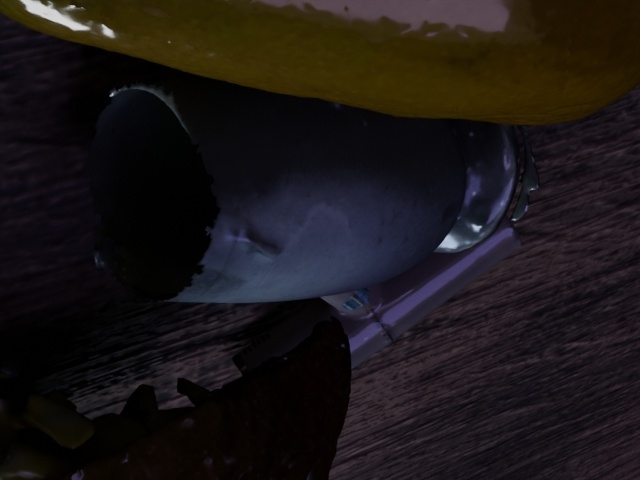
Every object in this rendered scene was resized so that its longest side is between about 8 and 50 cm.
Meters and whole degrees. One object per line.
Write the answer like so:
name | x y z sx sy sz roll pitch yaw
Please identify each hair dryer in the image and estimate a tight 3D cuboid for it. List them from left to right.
hair dryer | 0.009 -0.009 0.624 0.195 0.054 0.220 -35 140 -5

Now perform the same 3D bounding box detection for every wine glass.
wine glass | -0.002 -0.029 0.496 0.204 0.111 0.111 -11 139 -43

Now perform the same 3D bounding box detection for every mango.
mango | 0.022 -0.103 0.398 0.316 0.176 0.119 -7 119 -34

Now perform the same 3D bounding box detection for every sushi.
sushi | -0.128 0.137 0.572 0.296 0.179 0.167 -23 174 20
